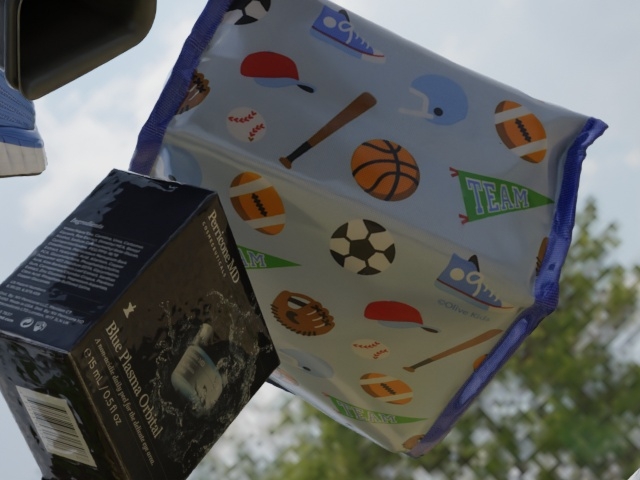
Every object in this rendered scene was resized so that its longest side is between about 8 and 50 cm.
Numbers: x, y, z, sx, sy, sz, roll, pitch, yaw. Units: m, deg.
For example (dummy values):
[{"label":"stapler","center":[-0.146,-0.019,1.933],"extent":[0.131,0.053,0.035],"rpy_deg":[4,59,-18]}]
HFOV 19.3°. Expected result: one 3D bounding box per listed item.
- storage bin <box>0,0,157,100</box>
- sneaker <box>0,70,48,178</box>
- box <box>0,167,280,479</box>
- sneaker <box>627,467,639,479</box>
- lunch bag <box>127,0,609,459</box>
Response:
[{"label":"storage bin","center":[-0.179,-0.163,1.185],"extent":[0.135,0.091,0.098],"rpy_deg":[-38,-37,-46]},{"label":"sneaker","center":[-0.357,-0.117,1.586],"extent":[0.129,0.147,0.330],"rpy_deg":[-3,4,25]},{"label":"box","center":[-0.121,0.066,1.202],"extent":[0.158,0.093,0.156],"rpy_deg":[-50,-42,-35]},{"label":"sneaker","center":[0.248,0.242,1.270],"extent":[0.202,0.185,0.483],"rpy_deg":[-60,0,20]},{"label":"lunch bag","center":[0.000,0.000,1.495],"extent":[0.385,0.328,0.239],"rpy_deg":[116,178,-55]}]
